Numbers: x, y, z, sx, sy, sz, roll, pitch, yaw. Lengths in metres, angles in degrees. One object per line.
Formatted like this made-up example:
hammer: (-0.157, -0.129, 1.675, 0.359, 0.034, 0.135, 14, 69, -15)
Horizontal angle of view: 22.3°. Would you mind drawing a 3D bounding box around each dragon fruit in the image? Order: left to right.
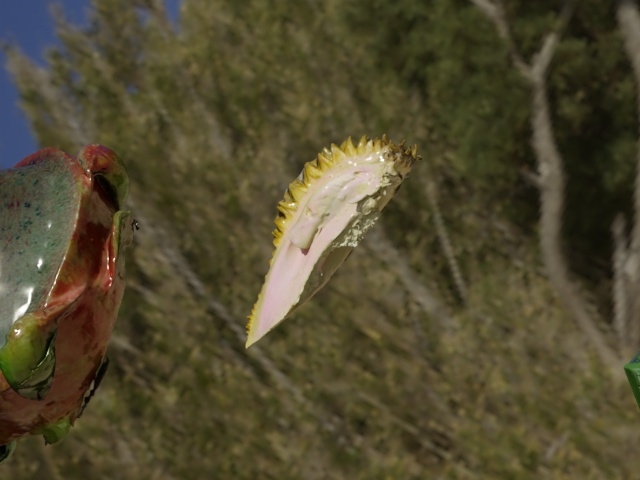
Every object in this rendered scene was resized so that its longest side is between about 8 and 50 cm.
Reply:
dragon fruit: (-0.261, 0.049, 1.371, 0.130, 0.268, 0.295, 23, -95, -38)

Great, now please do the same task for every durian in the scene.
durian: (-0.008, -0.008, 1.388, 0.224, 0.078, 0.140, -50, -2, -3)

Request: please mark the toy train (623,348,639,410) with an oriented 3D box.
toy train: (0.278, 0.120, 1.301, 0.056, 0.038, 0.093, -37, -68, -39)
